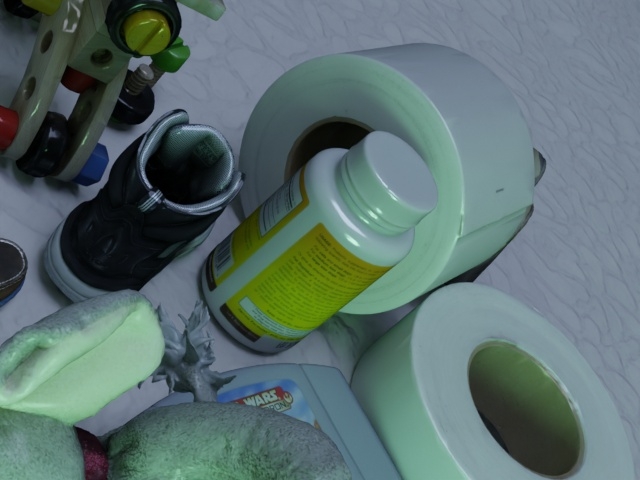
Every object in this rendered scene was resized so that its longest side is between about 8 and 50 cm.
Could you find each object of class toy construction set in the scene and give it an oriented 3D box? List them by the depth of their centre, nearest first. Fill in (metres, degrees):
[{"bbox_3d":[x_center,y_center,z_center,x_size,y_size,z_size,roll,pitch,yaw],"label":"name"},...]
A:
[{"bbox_3d":[-0.221,-0.229,0.967,0.309,0.237,0.257,36,35,-19],"label":"toy construction set"}]

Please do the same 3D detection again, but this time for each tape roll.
[{"bbox_3d":[0.169,0.183,1.120,0.286,0.100,0.286,26,41,-24],"label":"tape roll"},{"bbox_3d":[0.064,-0.066,1.132,0.246,0.246,0.169,56,34,10],"label":"tape roll"}]

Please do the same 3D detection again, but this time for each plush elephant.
[{"bbox_3d":[-0.132,0.169,0.657,0.255,0.272,0.330,4,50,-42],"label":"plush elephant"}]

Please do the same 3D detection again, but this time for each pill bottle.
[{"bbox_3d":[0.000,0.000,1.016,0.117,0.215,0.117,30,38,-27],"label":"pill bottle"}]

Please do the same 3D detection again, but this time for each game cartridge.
[{"bbox_3d":[-0.043,0.198,0.918,0.297,0.062,0.198,-10,68,-53],"label":"game cartridge"}]

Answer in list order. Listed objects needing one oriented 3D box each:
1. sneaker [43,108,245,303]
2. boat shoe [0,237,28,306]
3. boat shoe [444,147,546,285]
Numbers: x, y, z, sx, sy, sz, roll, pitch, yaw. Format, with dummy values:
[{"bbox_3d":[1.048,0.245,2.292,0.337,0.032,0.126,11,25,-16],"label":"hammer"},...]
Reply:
[{"bbox_3d":[-0.116,-0.050,0.987,0.101,0.153,0.268,46,33,-6],"label":"sneaker"},{"bbox_3d":[-0.272,0.021,0.811,0.183,0.066,0.066,-12,66,-53],"label":"boat shoe"},{"bbox_3d":[0.169,-0.050,1.369,0.130,0.132,0.355,38,25,0],"label":"boat shoe"}]
